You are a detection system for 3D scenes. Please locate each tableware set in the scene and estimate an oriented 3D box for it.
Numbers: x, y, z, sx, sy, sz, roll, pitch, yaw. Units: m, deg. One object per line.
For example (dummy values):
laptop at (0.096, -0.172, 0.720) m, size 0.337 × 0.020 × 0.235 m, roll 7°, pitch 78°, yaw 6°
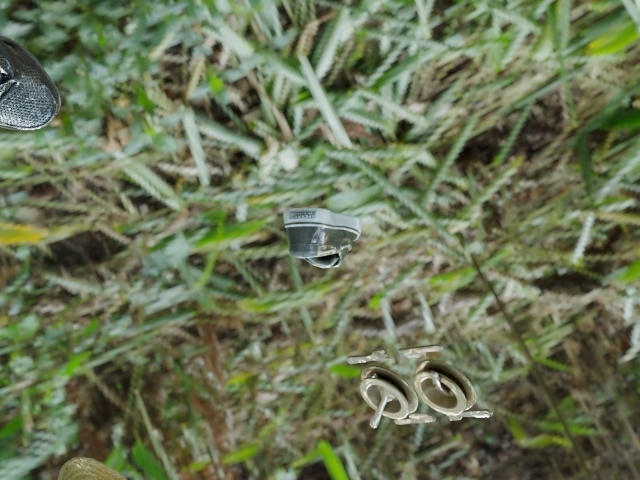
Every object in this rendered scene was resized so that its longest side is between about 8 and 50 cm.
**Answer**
tableware set at (0.117, 0.199, 1.534) m, size 0.194 × 0.128 × 0.039 m, roll -15°, pitch -152°, yaw 51°

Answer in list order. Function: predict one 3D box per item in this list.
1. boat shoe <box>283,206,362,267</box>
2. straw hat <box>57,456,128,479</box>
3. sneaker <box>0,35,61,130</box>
boat shoe at (0.000, 0.000, 1.546) m, size 0.077 × 0.070 × 0.219 m, roll -2°, pitch 177°, yaw 18°
straw hat at (-0.175, 0.246, 0.938) m, size 0.061 × 0.144 × 0.144 m, roll -40°, pitch 156°, yaw 13°
sneaker at (-0.305, -0.144, 1.029) m, size 0.087 × 0.130 × 0.227 m, roll -40°, pitch 138°, yaw 4°
